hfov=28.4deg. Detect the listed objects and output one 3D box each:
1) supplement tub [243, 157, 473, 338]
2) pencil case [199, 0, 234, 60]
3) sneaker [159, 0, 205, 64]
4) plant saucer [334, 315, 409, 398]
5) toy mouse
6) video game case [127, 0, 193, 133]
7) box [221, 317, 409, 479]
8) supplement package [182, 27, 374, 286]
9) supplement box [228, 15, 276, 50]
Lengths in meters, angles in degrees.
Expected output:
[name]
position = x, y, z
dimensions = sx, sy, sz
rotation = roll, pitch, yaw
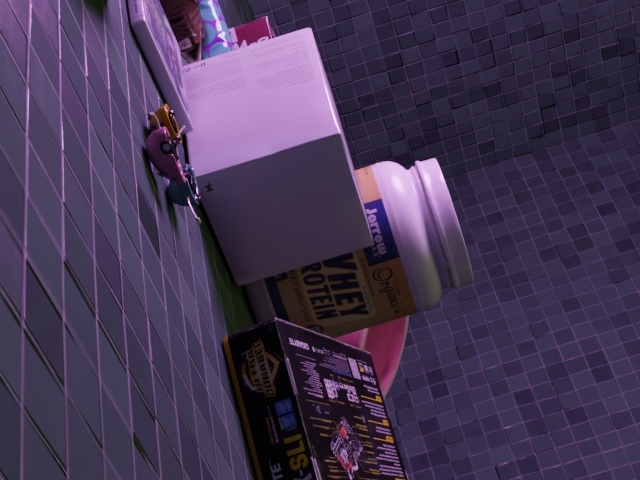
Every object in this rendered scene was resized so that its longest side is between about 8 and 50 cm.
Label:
[supplement tub]
position = 0.047, 0.017, 1.856
dimensions = 0.228, 0.316, 0.228
rotation = -18, 90, -87
[pencil case]
position = -0.177, -0.314, 2.045
dimensions = 0.064, 0.070, 0.152
rotation = -37, -114, 53
[sneaker]
position = -0.189, -0.302, 1.758
dimensions = 0.188, 0.066, 0.071
rotation = 56, 18, -77
[plant saucer]
position = 0.071, 0.165, 2.139
dimensions = 0.332, 0.084, 0.332
rotation = 12, 90, -70
[toy mouse]
position = -0.160, -0.079, 1.365
dimensions = 0.161, 0.031, 0.143
rotation = 60, 13, -75
[video game case]
position = -0.207, -0.258, 1.610
dimensions = 0.190, 0.022, 0.173
rotation = 69, 5, -48
[box]
position = 0.011, 0.245, 1.529
dimensions = 0.322, 0.079, 0.257
rotation = 28, 45, -65
[supplement package]
position = -0.064, -0.116, 1.717
dimensions = 0.263, 0.199, 0.198
rotation = -104, 176, -49
[supplement box]
position = -0.131, -0.318, 2.285
dimensions = 0.239, 0.130, 0.073
rotation = 52, 21, -79
